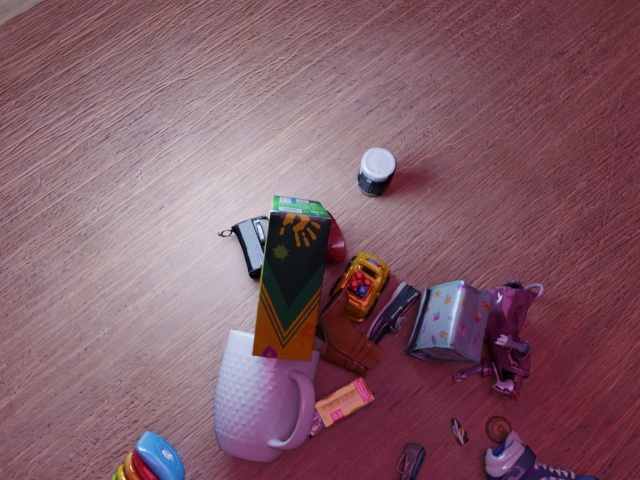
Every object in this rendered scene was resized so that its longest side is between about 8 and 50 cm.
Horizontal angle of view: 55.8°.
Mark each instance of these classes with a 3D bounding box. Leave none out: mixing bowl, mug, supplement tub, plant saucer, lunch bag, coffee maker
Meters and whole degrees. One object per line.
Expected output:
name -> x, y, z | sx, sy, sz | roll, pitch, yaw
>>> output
mixing bowl -> 0.000, 0.000, 1.973 | 0.098, 0.181, 0.181 | -20, 72, 19
mug -> -0.141, 0.450, 1.703 | 0.276, 0.374, 0.328 | 20, 79, -35
supplement tub -> 0.184, -0.222, 2.031 | 0.117, 0.190, 0.117 | 1, 71, -4
plant saucer -> 0.555, 0.586, 1.873 | 0.083, 0.015, 0.083 | 1, 71, -2
lunch bag -> 0.373, 0.255, 1.856 | 0.160, 0.262, 0.223 | 29, 68, -24
coffee maker -> -0.221, 0.031, 1.977 | 0.171, 0.120, 0.178 | -24, 72, 15

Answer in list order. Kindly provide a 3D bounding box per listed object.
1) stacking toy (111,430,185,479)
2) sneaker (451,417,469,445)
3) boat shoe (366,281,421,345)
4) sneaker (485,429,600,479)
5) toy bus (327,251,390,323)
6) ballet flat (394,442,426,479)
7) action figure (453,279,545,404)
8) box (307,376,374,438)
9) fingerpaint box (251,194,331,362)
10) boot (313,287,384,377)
stacking toy -> -0.547, 0.708, 1.713 | 0.302, 0.166, 0.175 | -42, 92, -3
sneaker -> 0.430, 0.587, 1.862 | 0.035, 0.031, 0.083 | -12, 76, -21
boat shoe -> 0.232, 0.248, 1.931 | 0.079, 0.095, 0.254 | 31, 63, 19
sneaker -> 0.650, 0.670, 1.789 | 0.322, 0.130, 0.236 | -15, 77, -2
toy bus -> 0.131, 0.126, 1.902 | 0.149, 0.211, 0.220 | 30, 71, 8
ballet flat -> 0.253, 0.709, 1.797 | 0.068, 0.072, 0.213 | 11, 68, 30
action figure -> 0.577, 0.328, 1.900 | 0.275, 0.248, 0.370 | 2, 68, -31
box -> 0.045, 0.511, 1.847 | 0.232, 0.058, 0.087 | -26, 74, -12
fingerpaint box -> -0.081, 0.083, 1.681 | 0.163, 0.445, 0.371 | 8, 98, -5
boot -> 0.091, 0.287, 1.822 | 0.220, 0.283, 0.109 | 30, 35, 8
